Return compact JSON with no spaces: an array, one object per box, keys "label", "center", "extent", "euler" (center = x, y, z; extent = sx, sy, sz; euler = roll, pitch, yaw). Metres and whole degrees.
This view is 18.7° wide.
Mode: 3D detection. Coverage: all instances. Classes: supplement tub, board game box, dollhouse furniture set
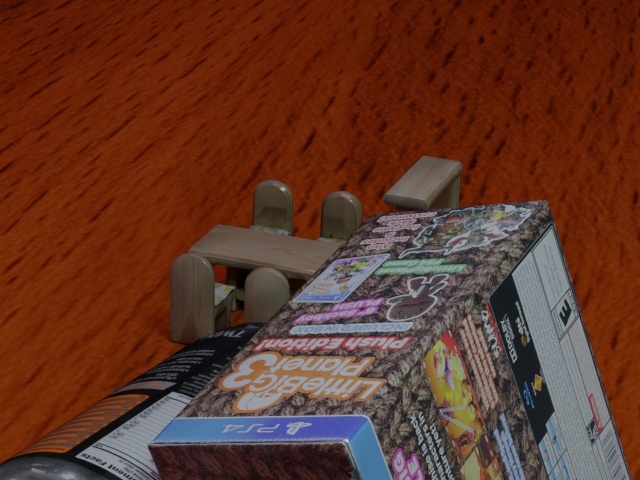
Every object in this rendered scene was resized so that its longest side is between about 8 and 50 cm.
[{"label":"supplement tub","center":[-0.107,0.202,1.288],"extent":[0.207,0.207,0.338],"euler":[15,27,28]},{"label":"board game box","center":[0.059,0.145,1.227],"extent":[0.141,0.232,0.291],"euler":[-4,25,34]},{"label":"dollhouse furniture set","center":[0.000,0.000,1.832],"extent":[0.242,0.161,0.212],"euler":[10,24,18]}]
